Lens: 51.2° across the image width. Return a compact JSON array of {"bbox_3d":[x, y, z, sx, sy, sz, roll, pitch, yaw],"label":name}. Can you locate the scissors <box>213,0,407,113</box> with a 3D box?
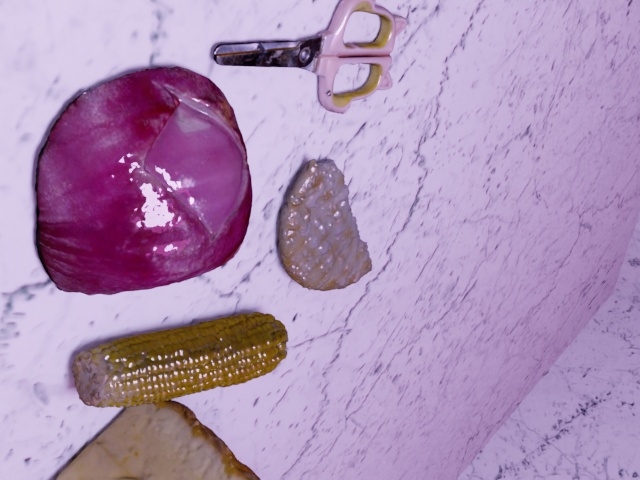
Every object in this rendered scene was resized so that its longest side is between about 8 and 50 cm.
[{"bbox_3d":[-0.002,-0.222,0.800,0.317,0.024,0.160,-18,131,-45],"label":"scissors"}]

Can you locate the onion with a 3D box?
[{"bbox_3d":[-0.150,-0.042,0.682,0.250,0.111,0.248,-19,133,-42],"label":"onion"}]

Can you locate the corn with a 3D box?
[{"bbox_3d":[-0.158,0.149,0.851,0.319,0.097,0.097,-2,119,-50],"label":"corn"}]

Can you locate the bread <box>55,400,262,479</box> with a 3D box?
[{"bbox_3d":[-0.163,0.374,0.857,0.207,0.279,0.279,-44,148,-19],"label":"bread"}]

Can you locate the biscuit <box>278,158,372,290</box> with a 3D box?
[{"bbox_3d":[-0.001,-0.001,0.975,0.141,0.038,0.290,-45,144,-18],"label":"biscuit"}]
